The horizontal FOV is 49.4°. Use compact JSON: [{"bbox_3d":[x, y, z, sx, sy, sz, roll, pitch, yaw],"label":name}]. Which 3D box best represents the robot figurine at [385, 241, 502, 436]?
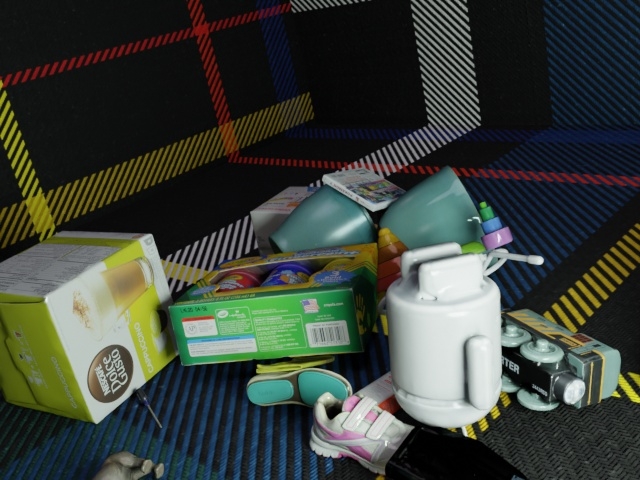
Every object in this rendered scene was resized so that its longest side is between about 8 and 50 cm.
[{"bbox_3d":[0.223,0.186,1.253,0.200,0.353,0.300,-10,19,-12],"label":"robot figurine"}]

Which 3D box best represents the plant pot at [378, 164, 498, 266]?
[{"bbox_3d":[0.296,-0.018,1.848,0.235,0.293,0.293,-26,20,6],"label":"plant pot"}]

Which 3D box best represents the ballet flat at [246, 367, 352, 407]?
[{"bbox_3d":[-0.038,0.308,1.479,0.249,0.086,0.086,-3,23,25],"label":"ballet flat"}]

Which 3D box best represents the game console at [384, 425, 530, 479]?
[{"bbox_3d":[0.161,0.427,1.045,0.213,0.044,0.361,22,40,30],"label":"game console"}]

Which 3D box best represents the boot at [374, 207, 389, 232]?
[{"bbox_3d":[0.197,-0.061,2.097,0.095,0.203,0.262,-17,23,-13],"label":"boot"}]

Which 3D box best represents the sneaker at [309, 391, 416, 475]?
[{"bbox_3d":[0.081,0.342,1.266,0.252,0.111,0.103,1,25,30],"label":"sneaker"}]

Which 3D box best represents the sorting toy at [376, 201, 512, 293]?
[{"bbox_3d":[0.251,-0.003,1.475,0.366,0.126,0.127,-20,-5,-29],"label":"sorting toy"}]

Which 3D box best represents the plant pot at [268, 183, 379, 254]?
[{"bbox_3d":[0.000,0.000,2.015,0.255,0.271,0.272,-33,25,-11],"label":"plant pot"}]

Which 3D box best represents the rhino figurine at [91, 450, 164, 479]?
[{"bbox_3d":[-0.395,0.472,1.258,0.106,0.073,0.243,2,26,24],"label":"rhino figurine"}]

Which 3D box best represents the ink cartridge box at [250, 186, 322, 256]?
[{"bbox_3d":[-0.086,-0.061,2.308,0.171,0.168,0.233,4,27,34],"label":"ink cartridge box"}]

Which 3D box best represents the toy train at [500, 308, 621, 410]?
[{"bbox_3d":[0.420,0.222,1.373,0.190,0.142,0.334,-8,16,-22],"label":"toy train"}]

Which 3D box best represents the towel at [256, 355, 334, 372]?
[{"bbox_3d":[-0.049,0.265,1.504,0.102,0.021,0.237,-10,-8,16],"label":"towel"}]

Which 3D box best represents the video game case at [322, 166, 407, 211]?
[{"bbox_3d":[0.132,-0.145,1.936,0.183,0.023,0.201,33,29,27],"label":"video game case"}]

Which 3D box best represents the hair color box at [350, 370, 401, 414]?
[{"bbox_3d":[0.138,0.311,1.411,0.141,0.043,0.072,-26,25,-29],"label":"hair color box"}]

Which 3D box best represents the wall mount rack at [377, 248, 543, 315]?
[{"bbox_3d":[0.310,0.106,1.513,0.350,0.304,0.130,-20,62,-19],"label":"wall mount rack"}]

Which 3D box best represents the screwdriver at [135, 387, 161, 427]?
[{"bbox_3d":[-0.387,0.381,1.567,0.025,0.024,0.170,-46,34,-4],"label":"screwdriver"}]

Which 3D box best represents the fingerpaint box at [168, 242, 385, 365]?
[{"bbox_3d":[-0.089,0.146,1.731,0.445,0.163,0.371,-7,14,15],"label":"fingerpaint box"}]

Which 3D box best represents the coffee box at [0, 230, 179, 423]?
[{"bbox_3d":[-0.596,0.195,1.707,0.338,0.337,0.334,2,26,32],"label":"coffee box"}]
